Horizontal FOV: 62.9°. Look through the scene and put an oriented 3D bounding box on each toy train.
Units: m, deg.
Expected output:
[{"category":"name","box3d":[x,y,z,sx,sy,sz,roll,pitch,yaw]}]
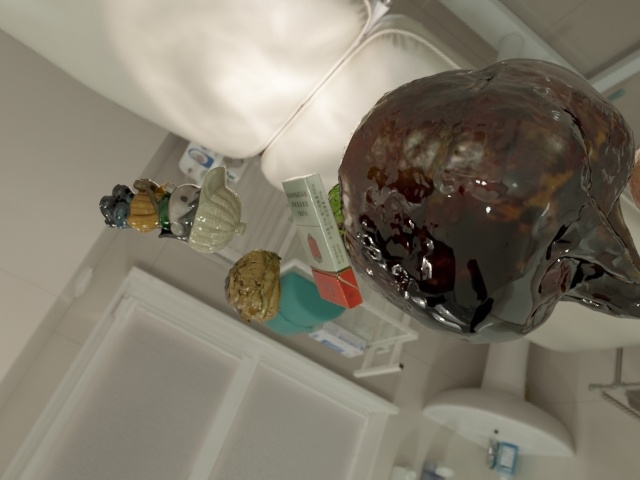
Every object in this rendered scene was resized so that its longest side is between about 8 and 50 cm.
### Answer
[{"category":"toy train","box3d":[0.045,-0.051,1.391,0.100,0.296,0.160,41,102,-20]}]

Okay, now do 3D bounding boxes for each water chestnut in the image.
[{"category":"water chestnut","box3d":[0.150,-0.023,0.477,0.289,0.244,0.289,-11,146,-8]}]

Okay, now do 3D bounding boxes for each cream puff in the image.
[{"category":"cream puff","box3d":[-0.118,0.080,0.925,0.104,0.119,0.133,7,108,-4]}]

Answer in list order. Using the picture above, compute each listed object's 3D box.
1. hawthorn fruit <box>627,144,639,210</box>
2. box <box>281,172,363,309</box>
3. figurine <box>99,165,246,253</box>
[{"category":"hawthorn fruit","box3d":[0.708,-0.126,0.921,0.277,0.276,0.298,5,-176,29]},{"category":"box","box3d":[0.000,0.000,0.955,0.139,0.035,0.245,9,119,67]},{"category":"figurine","box3d":[-0.352,-0.060,1.291,0.332,0.185,0.204,-8,122,15]}]
